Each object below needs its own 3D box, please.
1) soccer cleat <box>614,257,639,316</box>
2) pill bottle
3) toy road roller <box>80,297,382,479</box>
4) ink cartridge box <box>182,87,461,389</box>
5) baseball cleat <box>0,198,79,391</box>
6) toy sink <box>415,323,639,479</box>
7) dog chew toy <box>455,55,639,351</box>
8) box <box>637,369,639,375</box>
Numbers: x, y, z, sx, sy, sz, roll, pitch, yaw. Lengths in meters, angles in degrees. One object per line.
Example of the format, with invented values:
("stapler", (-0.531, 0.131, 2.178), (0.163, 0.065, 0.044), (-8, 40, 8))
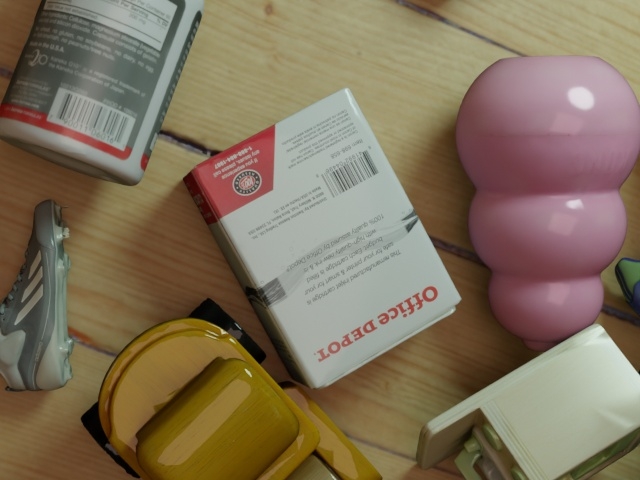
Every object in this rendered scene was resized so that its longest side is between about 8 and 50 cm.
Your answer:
("soccer cleat", (0.491, 0.017, 1.308), (0.289, 0.093, 0.121), (-20, 57, -21))
("pill bottle", (-0.219, -0.214, 1.121), (0.161, 0.161, 0.283), (20, 84, -11))
("toy road roller", (-0.085, 0.227, 1.099), (0.202, 0.240, 0.329), (-43, 97, -10))
("ink cartridge box", (0.000, 0.000, 1.187), (0.197, 0.114, 0.272), (-29, 94, -12))
("baseball cleat", (-0.317, 0.059, 1.140), (0.110, 0.072, 0.205), (-3, 86, -6))
("toy sink", (0.242, 0.225, 1.193), (0.234, 0.152, 0.131), (-28, 65, -12))
("dog chew toy", (0.256, -0.040, 1.207), (0.207, 0.206, 0.331), (-2, 97, -12))
("box", (0.461, 0.171, 1.327), (0.116, 0.029, 0.162), (37, 83, -9))
